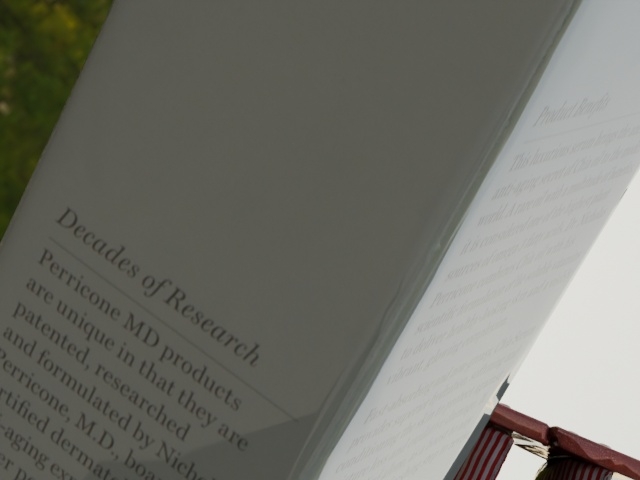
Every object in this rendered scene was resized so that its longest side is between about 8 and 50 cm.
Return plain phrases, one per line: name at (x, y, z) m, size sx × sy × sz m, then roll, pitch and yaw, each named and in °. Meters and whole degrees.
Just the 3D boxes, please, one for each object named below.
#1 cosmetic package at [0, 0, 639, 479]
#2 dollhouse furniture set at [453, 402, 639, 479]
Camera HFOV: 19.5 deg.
cosmetic package at (0.000, 0.000, 0.765) m, size 0.161 × 0.453 × 0.230 m, roll 35°, pitch 21°, yaw 17°
dollhouse furniture set at (0.088, 0.231, 1.366) m, size 0.152 × 0.201 × 0.374 m, roll 23°, pitch -10°, yaw -6°
